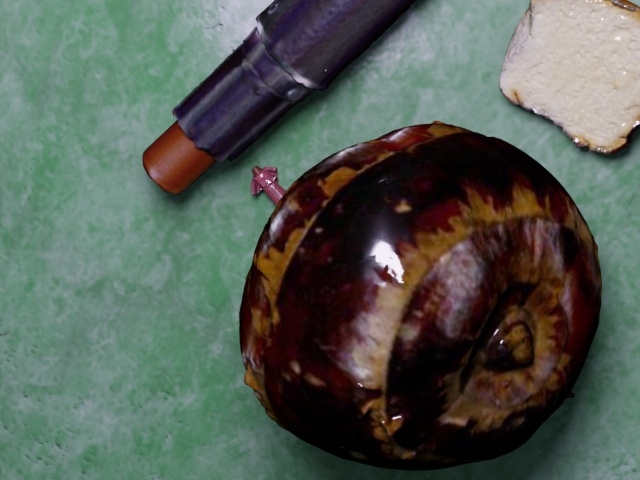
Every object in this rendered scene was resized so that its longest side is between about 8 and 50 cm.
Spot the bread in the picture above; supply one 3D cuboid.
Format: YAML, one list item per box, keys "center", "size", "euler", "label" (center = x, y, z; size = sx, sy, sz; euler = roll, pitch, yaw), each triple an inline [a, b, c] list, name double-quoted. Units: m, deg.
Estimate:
- center: [0.209, -0.139, 1.416]
  size: [0.129, 0.044, 0.126]
  euler: [28, 121, -2]
  label: "bread"

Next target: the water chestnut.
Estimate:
- center: [0.060, 0.033, 1.408]
  size: [0.300, 0.300, 0.300]
  euler: [4, 111, 11]
  label: "water chestnut"

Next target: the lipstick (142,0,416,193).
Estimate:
- center: [-0.028, -0.143, 1.445]
  size: [0.081, 0.081, 0.299]
  euler: [45, 112, -6]
  label: "lipstick"

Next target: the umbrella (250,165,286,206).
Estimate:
- center: [0.000, 0.000, 1.523]
  size: [0.165, 0.025, 0.027]
  euler: [48, 132, -4]
  label: "umbrella"
